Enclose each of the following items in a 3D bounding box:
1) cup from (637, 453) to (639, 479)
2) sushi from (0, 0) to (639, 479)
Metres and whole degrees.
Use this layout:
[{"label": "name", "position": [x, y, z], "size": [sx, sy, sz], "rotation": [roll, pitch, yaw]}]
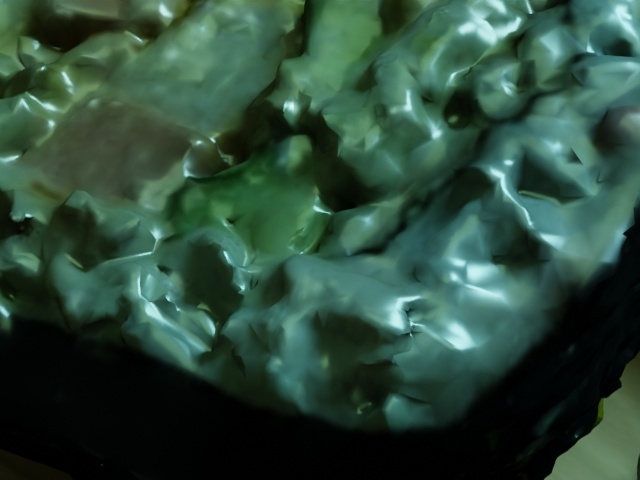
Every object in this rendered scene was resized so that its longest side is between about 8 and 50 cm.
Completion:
[{"label": "cup", "position": [0.205, 0.113, 0.664], "size": [0.099, 0.102, 0.074], "rotation": [-25, 9, -33]}, {"label": "sushi", "position": [0.000, 0.000, 0.622], "size": [0.327, 0.285, 0.329], "rotation": [14, 59, 18]}]
